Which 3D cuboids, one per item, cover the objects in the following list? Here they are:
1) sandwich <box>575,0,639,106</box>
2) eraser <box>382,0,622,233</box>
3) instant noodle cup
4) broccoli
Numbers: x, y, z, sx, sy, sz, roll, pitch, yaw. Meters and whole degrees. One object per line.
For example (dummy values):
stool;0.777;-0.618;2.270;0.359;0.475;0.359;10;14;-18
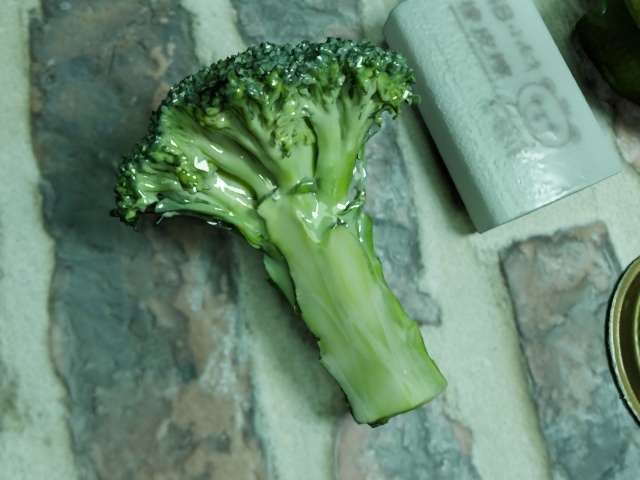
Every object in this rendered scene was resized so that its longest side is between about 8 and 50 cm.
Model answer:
sandwich;0.403;-0.296;0.631;0.250;0.162;0.301;31;56;-33
eraser;0.204;-0.162;0.586;0.174;0.095;0.270;-21;81;-13
instant noodle cup;0.472;0.124;0.574;0.274;0.091;0.274;3;76;-12
broccoli;0.017;-0.014;0.466;0.361;0.221;0.252;43;79;-11
